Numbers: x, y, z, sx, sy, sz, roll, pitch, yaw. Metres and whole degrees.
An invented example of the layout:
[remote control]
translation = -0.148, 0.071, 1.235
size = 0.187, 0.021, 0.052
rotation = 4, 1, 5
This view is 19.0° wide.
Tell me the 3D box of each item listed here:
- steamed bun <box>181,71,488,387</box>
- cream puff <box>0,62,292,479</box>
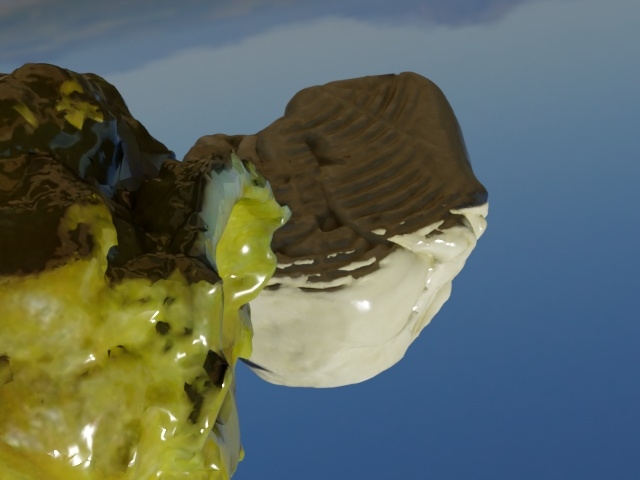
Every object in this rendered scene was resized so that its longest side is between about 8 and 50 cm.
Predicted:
[steamed bun]
translation = 0.003, 0.000, 1.698
size = 0.276, 0.203, 0.289
rotation = 8, -133, -1
[cream puff]
translation = -0.100, 0.028, 0.941
size = 0.185, 0.282, 0.282
rotation = -30, -177, 9
